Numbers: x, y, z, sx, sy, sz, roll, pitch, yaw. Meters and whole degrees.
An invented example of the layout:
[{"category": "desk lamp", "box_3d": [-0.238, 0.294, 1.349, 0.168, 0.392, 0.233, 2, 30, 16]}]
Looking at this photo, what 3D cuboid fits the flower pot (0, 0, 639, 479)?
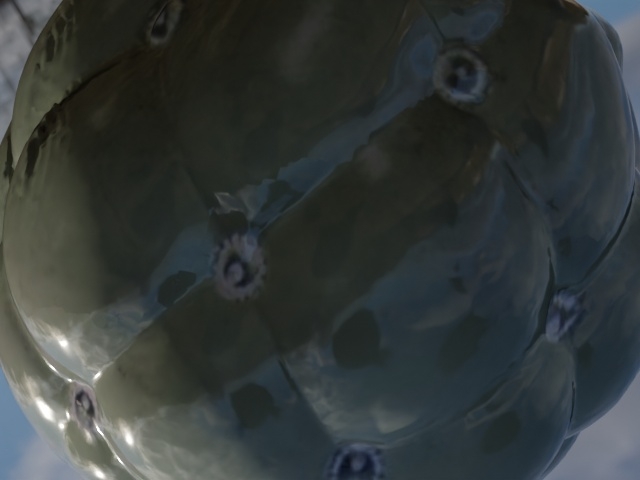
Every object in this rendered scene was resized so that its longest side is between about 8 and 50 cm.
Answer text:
[{"category": "flower pot", "box_3d": [0.000, 0.000, 0.650, 0.246, 0.195, 0.246, 10, -176, -1]}]
